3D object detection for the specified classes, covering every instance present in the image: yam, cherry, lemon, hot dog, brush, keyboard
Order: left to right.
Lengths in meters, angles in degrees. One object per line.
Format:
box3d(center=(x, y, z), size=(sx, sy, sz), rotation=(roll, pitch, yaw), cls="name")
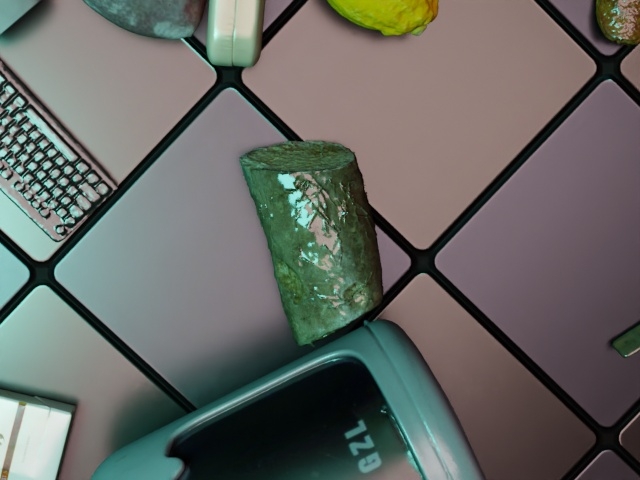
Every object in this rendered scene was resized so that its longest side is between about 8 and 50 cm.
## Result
box3d(center=(-0.297, -0.111, 1.177), size=(0.087, 0.017, 0.250), rotation=(-42, 98, -1), cls="keyboard")
box3d(center=(-0.129, -0.260, 1.127), size=(0.188, 0.115, 0.148), rotation=(-33, 78, -6), cls="cherry")
box3d(center=(0.000, 0.000, 1.170), size=(0.107, 0.107, 0.183), rotation=(-14, 99, -2), cls="yam")
box3d(center=(0.048, -0.247, 1.139), size=(0.114, 0.114, 0.155), rotation=(-37, 103, 0), cls="lemon")
box3d(center=(0.283, -0.220, 1.196), size=(0.058, 0.035, 0.083), rotation=(6, 95, -5), cls="hot dog")
box3d(center=(0.363, 0.059, 1.234), size=(0.190, 0.034, 0.027), rotation=(-32, 113, -1), cls="brush")

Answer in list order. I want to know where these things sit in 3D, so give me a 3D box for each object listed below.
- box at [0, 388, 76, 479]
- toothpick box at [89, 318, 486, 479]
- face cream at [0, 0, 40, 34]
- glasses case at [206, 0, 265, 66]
box3d(center=(-0.309, 0.176, 1.194), size=(0.154, 0.040, 0.084), rotation=(14, 92, -6), cls="box")
box3d(center=(-0.043, 0.247, 1.125), size=(0.354, 0.263, 0.263), rotation=(-25, 97, -4), cls="toothpick box")
box3d(center=(-0.294, -0.226, 1.129), size=(0.091, 0.091, 0.095), rotation=(-41, 104, 1), cls="face cream")
box3d(center=(-0.069, -0.251, 1.145), size=(0.050, 0.083, 0.196), rotation=(5, 94, -5), cls="glasses case")
